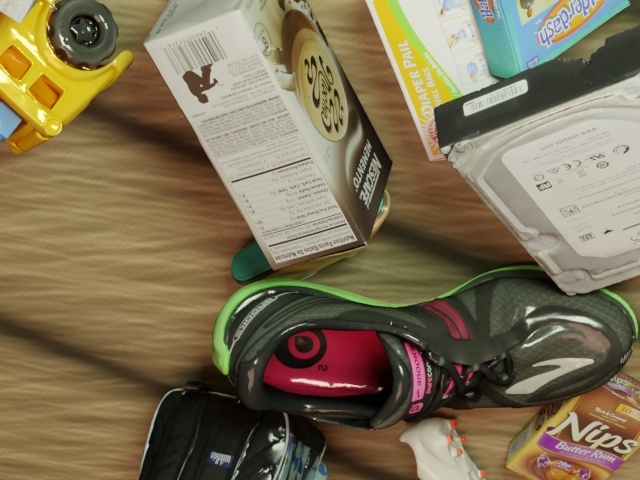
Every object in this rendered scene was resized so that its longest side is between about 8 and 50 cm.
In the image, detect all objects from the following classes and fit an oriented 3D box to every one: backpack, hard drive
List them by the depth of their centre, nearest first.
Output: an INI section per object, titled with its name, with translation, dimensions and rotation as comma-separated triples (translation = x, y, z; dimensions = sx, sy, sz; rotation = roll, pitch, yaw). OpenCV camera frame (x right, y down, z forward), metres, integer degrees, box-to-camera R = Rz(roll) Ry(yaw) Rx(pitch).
[hard drive]
translation = 0.292, -0.068, 1.529
dimensions = 0.237, 0.064, 0.339
rotation = -20, 145, 22
[backpack]
translation = -0.124, 0.329, 1.879
dimensions = 0.225, 0.253, 0.191
rotation = 5, 152, 34

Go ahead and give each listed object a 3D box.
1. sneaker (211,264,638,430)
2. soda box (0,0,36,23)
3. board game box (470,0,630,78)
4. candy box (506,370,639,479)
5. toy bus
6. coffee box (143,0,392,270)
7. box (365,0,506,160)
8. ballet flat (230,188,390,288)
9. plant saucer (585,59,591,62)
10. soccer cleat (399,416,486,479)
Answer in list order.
[sneaker]
translation = 0.121, 0.142, 1.695
dimensions = 0.483, 0.202, 0.185
rotation = -4, 113, -2
[soda box]
translation = -0.276, -0.305, 1.493
dimensions = 0.074, 0.216, 0.069
rotation = 33, 127, -10
[board game box]
translation = 0.206, -0.282, 1.439
dimensions = 0.047, 0.160, 0.210
rotation = 23, 141, 50
[candy box]
translation = 0.324, 0.235, 1.848
dimensions = 0.109, 0.053, 0.186
rotation = 30, 125, -8
[toy bus]
translation = -0.343, -0.189, 1.577
dimensions = 0.220, 0.211, 0.149
rotation = 45, 154, -17
[coffee box]
translation = -0.047, -0.139, 1.591
dimensions = 0.119, 0.168, 0.297
rotation = -16, 121, 23
[box]
translation = 0.135, -0.199, 1.538
dimensions = 0.103, 0.114, 0.203
rotation = -12, 123, 21
[ballet flat]
translation = 0.000, 0.000, 1.754
dimensions = 0.232, 0.080, 0.073
rotation = -24, 145, 30
[plant saucer]
translation = 0.315, -0.126, 1.592
dimensions = 0.168, 0.029, 0.168
rotation = 12, 131, 14
[soccer cleat]
translation = 0.169, 0.308, 1.933
dimensions = 0.076, 0.068, 0.196
rotation = -16, 113, 29
